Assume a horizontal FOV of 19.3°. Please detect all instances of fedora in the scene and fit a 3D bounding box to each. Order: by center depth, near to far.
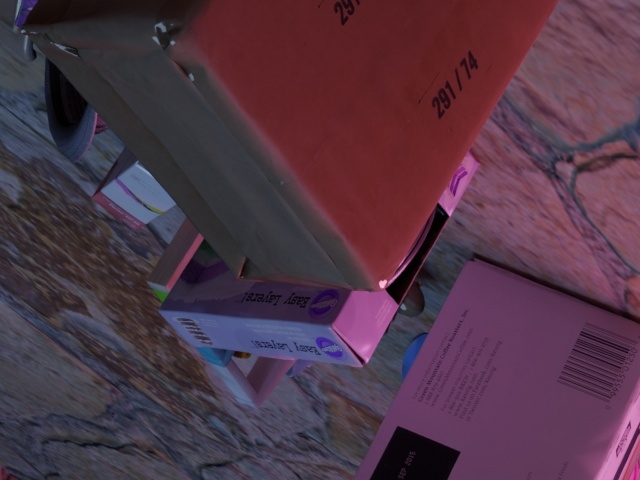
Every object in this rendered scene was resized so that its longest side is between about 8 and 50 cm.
[{"bbox_3d":[-0.167,-0.189,1.723,0.124,0.244,0.275,6,161,-19],"label":"fedora"}]

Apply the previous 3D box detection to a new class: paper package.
[{"bbox_3d":[-0.006,-0.170,1.374,0.168,0.325,0.309,8,148,41],"label":"paper package"}]

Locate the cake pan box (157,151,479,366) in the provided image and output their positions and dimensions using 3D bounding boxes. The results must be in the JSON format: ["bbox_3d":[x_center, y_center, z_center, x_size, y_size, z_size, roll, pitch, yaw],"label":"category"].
[{"bbox_3d":[0.000,0.000,1.814,0.267,0.246,0.070,4,146,47],"label":"cake pan box"}]

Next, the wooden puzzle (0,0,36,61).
[{"bbox_3d":[-0.313,-0.308,1.688,0.221,0.044,0.239,39,139,26],"label":"wooden puzzle"}]

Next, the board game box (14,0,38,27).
[{"bbox_3d":[-0.166,-0.313,1.425,0.056,0.208,0.347,22,159,-8],"label":"board game box"}]

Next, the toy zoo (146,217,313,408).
[{"bbox_3d":[-0.073,0.055,2.079,0.030,0.192,0.293,15,153,34],"label":"toy zoo"}]

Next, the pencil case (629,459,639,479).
[{"bbox_3d":[0.270,0.246,2.190,0.098,0.095,0.209,8,172,-36],"label":"pencil case"}]

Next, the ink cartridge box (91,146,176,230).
[{"bbox_3d":[-0.159,-0.091,1.984,0.067,0.115,0.198,37,157,-13],"label":"ink cartridge box"}]

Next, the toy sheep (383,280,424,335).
[{"bbox_3d":[0.052,0.049,2.050,0.132,0.091,0.091,23,157,-2],"label":"toy sheep"}]

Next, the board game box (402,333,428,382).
[{"bbox_3d":[0.171,0.176,2.211,0.168,0.033,0.133,23,128,35],"label":"board game box"}]

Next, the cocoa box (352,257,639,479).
[{"bbox_3d":[0.186,0.244,1.954,0.231,0.347,0.228,21,156,18],"label":"cocoa box"}]
